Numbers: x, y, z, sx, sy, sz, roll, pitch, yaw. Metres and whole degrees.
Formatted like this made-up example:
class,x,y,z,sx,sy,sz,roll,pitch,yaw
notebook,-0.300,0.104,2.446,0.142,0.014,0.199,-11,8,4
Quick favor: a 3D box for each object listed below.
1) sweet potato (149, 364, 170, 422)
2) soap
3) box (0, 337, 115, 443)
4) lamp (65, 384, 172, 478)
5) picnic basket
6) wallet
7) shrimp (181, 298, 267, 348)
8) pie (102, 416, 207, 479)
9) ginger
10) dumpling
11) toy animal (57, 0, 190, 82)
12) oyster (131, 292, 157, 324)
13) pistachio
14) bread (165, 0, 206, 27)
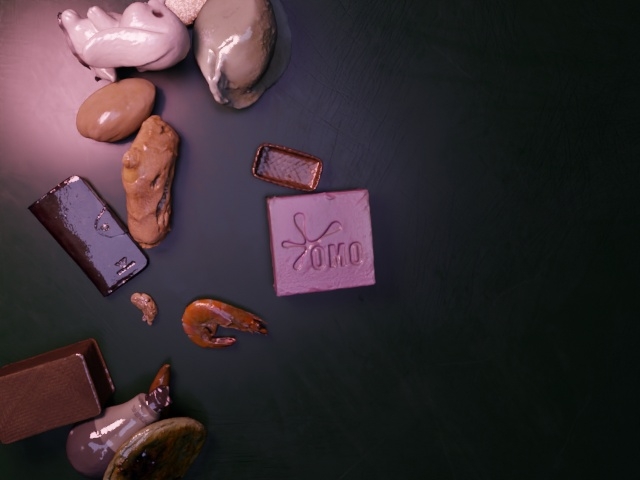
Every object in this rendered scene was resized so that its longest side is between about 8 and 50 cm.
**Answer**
class,x,y,z,sx,sy,sz,roll,pitch,yaw
sweet potato,-0.465,0.482,1.634,0.067,0.067,0.274,11,97,-11
soap,0.000,0.000,1.634,0.296,0.107,0.286,-8,96,-10
box,-0.725,0.403,1.537,0.273,0.143,0.184,-17,100,-6
lamp,-0.535,0.528,1.551,0.313,0.182,0.182,-22,101,6
picnic basket,-0.093,-0.205,1.614,0.193,0.055,0.110,15,95,-12
wallet,-0.621,-0.012,1.551,0.172,0.045,0.318,-36,103,-2
shrimp,-0.274,0.246,1.640,0.248,0.068,0.150,9,108,-6
pie,-0.452,0.613,1.564,0.323,0.070,0.323,-31,138,-33
ginger,-0.451,-0.151,1.513,0.126,0.190,0.354,10,106,17
dumpling,-0.199,-0.516,1.478,0.270,0.212,0.321,34,101,-15
toy animal,-0.470,-0.482,1.387,0.249,0.289,0.174,-22,111,-43
oyster,-0.498,0.193,1.602,0.083,0.038,0.081,21,95,-13
pistachio,-0.526,-0.338,1.482,0.226,0.136,0.136,-39,102,-6
bread,-0.357,-0.647,1.518,0.129,0.044,0.126,43,96,-15
